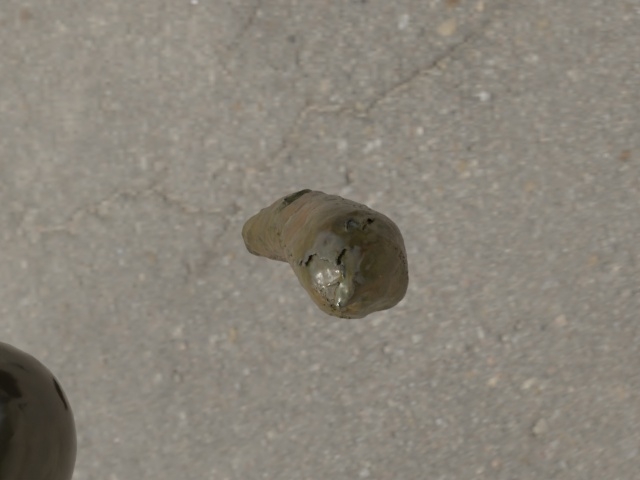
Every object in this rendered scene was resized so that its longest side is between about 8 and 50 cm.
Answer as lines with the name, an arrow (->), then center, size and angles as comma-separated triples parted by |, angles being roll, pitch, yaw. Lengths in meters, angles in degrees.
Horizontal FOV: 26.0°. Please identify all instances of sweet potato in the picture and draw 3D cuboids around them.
sweet potato -> 0.000, 0.000, 0.936 | 0.273, 0.075, 0.075 | -149, 59, -73

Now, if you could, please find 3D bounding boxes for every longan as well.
longan -> -0.153, 0.087, 0.571 | 0.106, 0.106, 0.119 | 41, 154, 26
